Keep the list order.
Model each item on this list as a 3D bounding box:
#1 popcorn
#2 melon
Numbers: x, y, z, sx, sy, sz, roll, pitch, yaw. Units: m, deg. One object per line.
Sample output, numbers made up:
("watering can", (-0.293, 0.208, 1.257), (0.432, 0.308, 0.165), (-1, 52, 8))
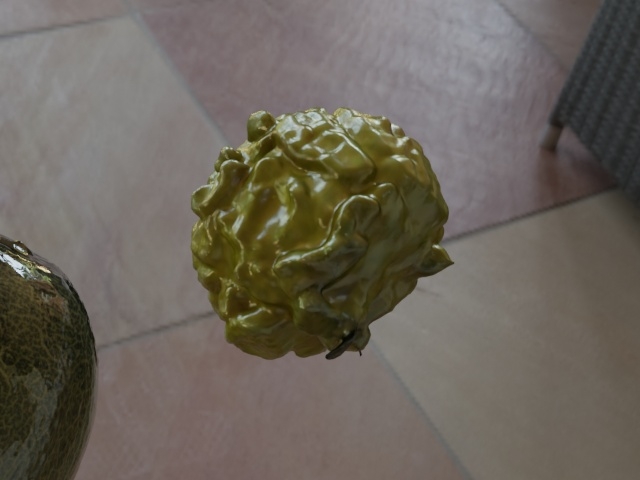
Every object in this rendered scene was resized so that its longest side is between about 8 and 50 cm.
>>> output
("popcorn", (0.002, 0.001, 1.031), (0.249, 0.249, 0.225), (-15, 39, -25))
("melon", (-0.119, 0.057, 0.329), (0.098, 0.131, 0.098), (33, 3, -2))
